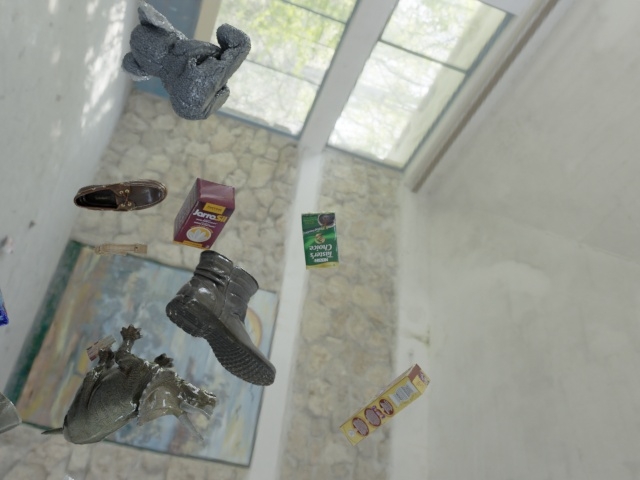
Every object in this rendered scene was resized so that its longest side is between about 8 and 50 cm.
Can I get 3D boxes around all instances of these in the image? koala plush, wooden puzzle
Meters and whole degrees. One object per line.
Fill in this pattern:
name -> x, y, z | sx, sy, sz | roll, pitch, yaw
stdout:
koala plush -> -0.292, -0.366, 1.283 | 0.196, 0.221, 0.203 | -53, -176, 41
wooden puzzle -> -0.362, 0.176, 1.050 | 0.049, 0.006, 0.083 | -38, -160, -17

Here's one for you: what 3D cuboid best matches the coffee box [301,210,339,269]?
coffee box -> 0.000, 0.000, 2.040 | 0.040, 0.113, 0.184 | -92, 178, -73

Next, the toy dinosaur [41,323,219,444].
toy dinosaur -> -0.306, 0.228, 0.922 | 0.160, 0.314, 0.121 | -93, 161, -60

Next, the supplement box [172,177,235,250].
supplement box -> -0.305, -0.066, 1.655 | 0.188, 0.104, 0.080 | -50, -144, 41

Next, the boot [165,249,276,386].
boot -> -0.202, 0.187, 1.585 | 0.118, 0.338, 0.222 | -28, -158, 40

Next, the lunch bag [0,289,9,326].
lunch bag -> -0.684, 0.070, 1.010 | 0.221, 0.293, 0.138 | 45, -36, 44

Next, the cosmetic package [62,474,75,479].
cosmetic package -> -0.398, 0.650, 1.183 | 0.156, 0.385, 0.217 | -58, 177, 28

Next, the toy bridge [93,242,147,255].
toy bridge -> -0.522, 0.022, 1.610 | 0.188, 0.063, 0.026 | -2, -100, 38

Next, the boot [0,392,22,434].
boot -> -0.598, 0.341, 1.054 | 0.076, 0.190, 0.208 | -57, 157, 19

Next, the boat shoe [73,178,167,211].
boat shoe -> -0.462, -0.099, 1.468 | 0.073, 0.207, 0.073 | -89, 173, -74

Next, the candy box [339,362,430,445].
candy box -> 0.135, 0.338, 1.315 | 0.187, 0.053, 0.109 | -43, 169, 16
